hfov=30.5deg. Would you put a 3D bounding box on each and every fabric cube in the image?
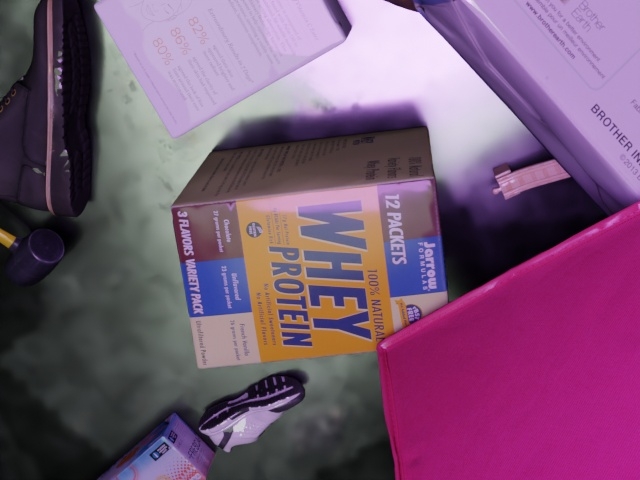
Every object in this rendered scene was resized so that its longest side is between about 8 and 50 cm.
[{"bbox_3d":[0.219,0.175,0.811,0.254,0.259,0.258,-29,123,19],"label":"fabric cube"}]

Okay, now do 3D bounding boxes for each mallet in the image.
[{"bbox_3d":[-0.324,-0.021,1.060,0.189,0.039,0.062,30,140,-11],"label":"mallet"}]

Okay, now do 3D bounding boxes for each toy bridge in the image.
[{"bbox_3d":[0.235,-0.080,1.010,0.188,0.063,0.026,-24,103,10],"label":"toy bridge"}]

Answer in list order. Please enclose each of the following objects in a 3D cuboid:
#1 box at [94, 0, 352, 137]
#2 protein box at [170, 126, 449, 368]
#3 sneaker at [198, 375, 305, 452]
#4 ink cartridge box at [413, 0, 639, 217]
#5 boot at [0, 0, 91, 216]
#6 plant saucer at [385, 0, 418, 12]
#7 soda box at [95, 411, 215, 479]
[{"bbox_3d":[-0.078,-0.187,0.987,0.170,0.091,0.130,-27,102,11],"label":"box"},{"bbox_3d":[0.000,0.000,0.978,0.201,0.200,0.136,-6,106,5],"label":"protein box"},{"bbox_3d":[-0.060,0.165,1.118,0.109,0.040,0.044,-25,119,14],"label":"sneaker"},{"bbox_3d":[0.307,-0.225,0.882,0.395,0.151,0.270,-44,105,2],"label":"ink cartridge box"},{"bbox_3d":[-0.278,-0.121,1.034,0.137,0.077,0.198,6,105,8],"label":"boot"},{"bbox_3d":[0.118,-0.337,0.955,0.310,0.050,0.311,1,106,3],"label":"plant saucer"},{"bbox_3d":[-0.189,0.252,1.137,0.183,0.058,0.063,-41,99,13],"label":"soda box"}]
